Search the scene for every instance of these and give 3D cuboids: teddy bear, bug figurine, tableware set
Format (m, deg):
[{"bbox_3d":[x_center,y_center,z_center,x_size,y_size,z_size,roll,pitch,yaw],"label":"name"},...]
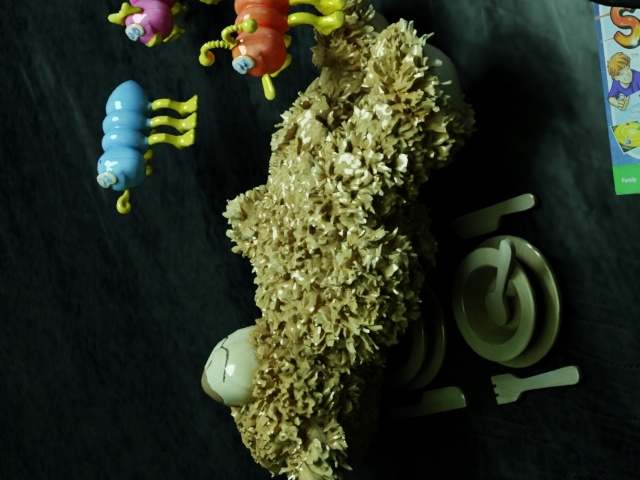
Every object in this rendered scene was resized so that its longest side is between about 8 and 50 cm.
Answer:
[{"bbox_3d":[0.000,0.000,1.244,0.245,0.113,0.338,58,133,44],"label":"teddy bear"},{"bbox_3d":[-0.088,-0.154,1.320,0.279,0.072,0.216,-35,45,48],"label":"bug figurine"},{"bbox_3d":[0.081,0.053,1.249,0.194,0.039,0.128,-19,83,49],"label":"tableware set"}]

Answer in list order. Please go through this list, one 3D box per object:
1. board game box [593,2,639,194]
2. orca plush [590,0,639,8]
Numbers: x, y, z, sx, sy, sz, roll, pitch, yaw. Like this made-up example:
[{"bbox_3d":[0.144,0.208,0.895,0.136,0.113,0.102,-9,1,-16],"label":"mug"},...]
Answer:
[{"bbox_3d":[0.243,-0.099,1.035,0.201,0.035,0.136,-4,94,49],"label":"board game box"},{"bbox_3d":[0.188,-0.272,1.039,0.151,0.102,0.287,1,96,13],"label":"orca plush"}]
